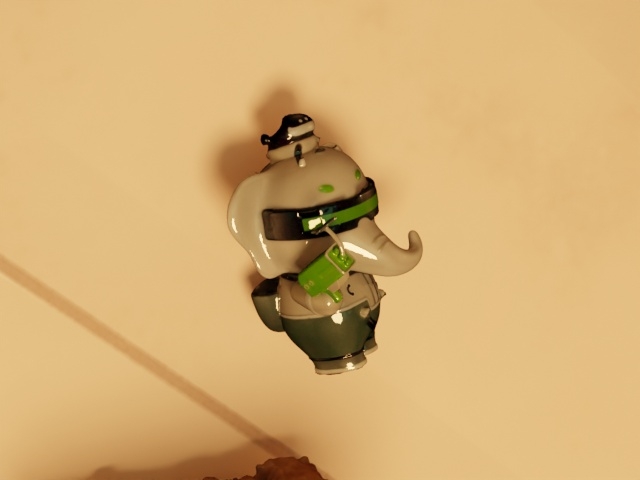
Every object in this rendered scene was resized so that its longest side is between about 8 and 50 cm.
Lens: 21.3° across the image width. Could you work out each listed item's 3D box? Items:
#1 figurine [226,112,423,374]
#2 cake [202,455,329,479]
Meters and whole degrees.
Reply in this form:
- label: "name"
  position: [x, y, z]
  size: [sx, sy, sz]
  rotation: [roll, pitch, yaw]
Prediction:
- label: "figurine"
  position: [0.000, 0.000, 1.253]
  size: [0.147, 0.126, 0.192]
  rotation: [-35, 112, -54]
- label: "cake"
  position: [-0.074, 0.338, 1.196]
  size: [0.255, 0.282, 0.290]
  rotation: [-8, 107, -21]
